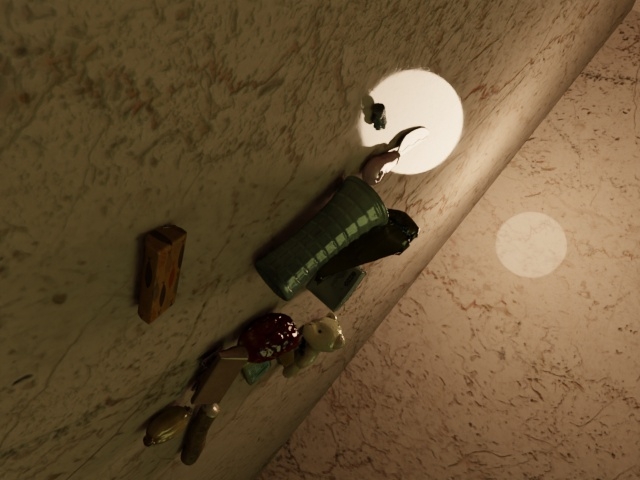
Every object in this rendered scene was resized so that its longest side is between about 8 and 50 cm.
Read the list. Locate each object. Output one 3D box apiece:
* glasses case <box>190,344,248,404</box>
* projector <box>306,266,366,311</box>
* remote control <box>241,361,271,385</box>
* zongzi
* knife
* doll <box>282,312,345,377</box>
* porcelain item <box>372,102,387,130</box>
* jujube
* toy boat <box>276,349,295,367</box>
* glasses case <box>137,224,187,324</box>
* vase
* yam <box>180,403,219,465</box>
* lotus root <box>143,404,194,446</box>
[{"bbox_3d":[-0.270,0.326,1.209,0.102,0.070,0.193,11,123,-37],"label":"glasses case"},{"bbox_3d":[0.048,0.117,1.427,0.147,0.115,0.061,-54,163,10],"label":"projector"},{"bbox_3d":[-0.197,0.374,1.479,0.098,0.038,0.233,-41,160,-22],"label":"remote control"},{"bbox_3d":[0.103,0.032,1.264,0.289,0.123,0.260,-46,-165,-1],"label":"zongzi"},{"bbox_3d":[0.208,-0.241,1.266,0.336,0.043,0.081,-42,154,-40],"label":"knife"},{"bbox_3d":[-0.045,0.379,1.737,0.149,0.175,0.278,30,112,-32],"label":"doll"},{"bbox_3d":[0.127,-0.261,1.035,0.036,0.028,0.083,-51,162,-4],"label":"porcelain item"},{"bbox_3d":[-0.137,0.255,1.270,0.176,0.112,0.109,-15,115,-48],"label":"jujube"},{"bbox_3d":[-0.121,0.325,1.504,0.064,0.072,0.206,-26,143,-17],"label":"toy boat"},{"bbox_3d":[-0.253,0.053,0.760,0.064,0.041,0.170,-46,163,-48],"label":"glasses case"},{"bbox_3d":[0.000,0.000,1.085,0.299,0.143,0.143,-41,159,-16],"label":"vase"},{"bbox_3d":[-0.361,0.573,1.443,0.066,0.066,0.300,-28,151,-47],"label":"yam"},{"bbox_3d":[-0.372,0.450,1.194,0.150,0.062,0.073,-24,126,-54],"label":"lotus root"}]
